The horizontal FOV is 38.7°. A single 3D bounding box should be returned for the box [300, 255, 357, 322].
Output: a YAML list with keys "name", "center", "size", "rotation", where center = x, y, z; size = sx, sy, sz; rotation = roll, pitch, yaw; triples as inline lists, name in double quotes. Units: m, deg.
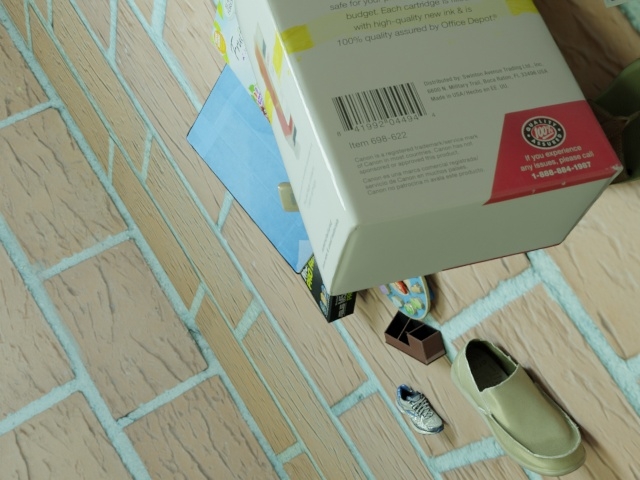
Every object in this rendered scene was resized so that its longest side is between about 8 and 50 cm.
- name: "box"
  center: [0.000, 0.000, 1.734]
  size: [0.216, 0.060, 0.270]
  rotation: [58, 159, 29]

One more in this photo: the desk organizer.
- name: "desk organizer"
  center: [0.165, 0.173, 1.640]
  size: [0.130, 0.047, 0.050]
  rotation: [24, 135, 56]

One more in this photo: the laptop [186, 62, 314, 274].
- name: "laptop"
  center: [-0.108, -0.214, 1.489]
  size: [0.382, 0.236, 0.408]
  rotation: [49, 177, 26]

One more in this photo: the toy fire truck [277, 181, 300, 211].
- name: "toy fire truck"
  center: [0.066, -0.133, 1.217]
  size: [0.158, 0.246, 0.217]
  rotation: [15, 130, 60]

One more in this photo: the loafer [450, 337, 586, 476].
- name: "loafer"
  center: [0.289, 0.246, 1.382]
  size: [0.268, 0.102, 0.092]
  rotation: [42, 157, 41]

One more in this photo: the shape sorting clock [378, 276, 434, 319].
- name: "shape sorting clock"
  center: [0.124, 0.047, 1.585]
  size: [0.206, 0.040, 0.206]
  rotation: [47, 154, 32]

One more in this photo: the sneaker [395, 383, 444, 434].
- name: "sneaker"
  center: [0.188, 0.326, 1.770]
  size: [0.135, 0.052, 0.058]
  rotation: [34, 141, 48]

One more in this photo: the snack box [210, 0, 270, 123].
- name: "snack box"
  center: [-0.069, -0.294, 1.263]
  size: [0.174, 0.070, 0.207]
  rotation: [55, 150, 17]

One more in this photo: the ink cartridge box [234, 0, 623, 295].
- name: "ink cartridge box"
  center: [0.090, -0.167, 0.964]
  size: [0.160, 0.279, 0.384]
  rotation: [105, 150, -61]

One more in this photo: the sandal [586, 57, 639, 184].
- name: "sandal"
  center: [0.297, -0.101, 0.965]
  size: [0.120, 0.086, 0.303]
  rotation: [61, 158, 0]

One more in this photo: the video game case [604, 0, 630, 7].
- name: "video game case"
  center: [0.285, -0.289, 0.867]
  size: [0.087, 0.011, 0.122]
  rotation: [2, 118, 64]
